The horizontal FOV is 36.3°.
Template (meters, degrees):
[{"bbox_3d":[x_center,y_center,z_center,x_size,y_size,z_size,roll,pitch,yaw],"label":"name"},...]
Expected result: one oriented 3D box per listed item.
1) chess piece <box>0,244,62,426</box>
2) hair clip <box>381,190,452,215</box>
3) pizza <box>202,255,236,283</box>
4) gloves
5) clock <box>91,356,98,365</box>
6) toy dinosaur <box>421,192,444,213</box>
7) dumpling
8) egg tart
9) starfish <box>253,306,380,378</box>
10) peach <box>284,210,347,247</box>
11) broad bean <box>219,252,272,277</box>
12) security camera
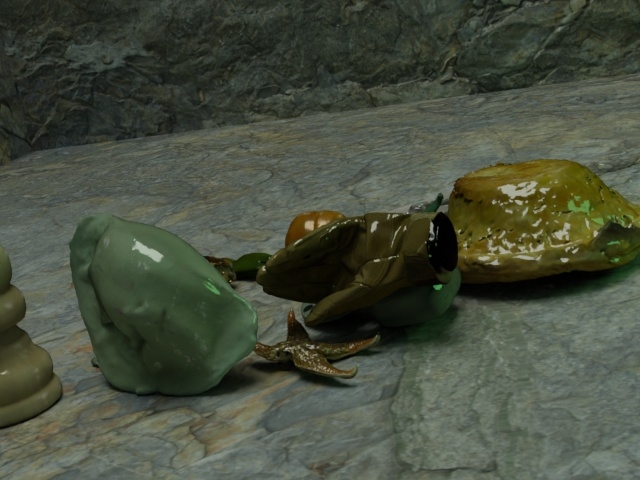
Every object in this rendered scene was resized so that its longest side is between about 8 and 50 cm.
[{"bbox_3d":[-0.533,0.137,1.573,0.167,0.299,0.167,-9,18,3],"label":"chess piece"},{"bbox_3d":[0.228,-0.044,2.043,0.331,0.085,0.101,-23,22,-38],"label":"hair clip"},{"bbox_3d":[-0.297,0.091,1.958,0.251,0.074,0.287,-10,18,5],"label":"pizza"},{"bbox_3d":[0.057,0.038,1.579,0.331,0.154,0.141,-12,19,23],"label":"gloves"},{"bbox_3d":[-0.369,0.204,1.744,0.074,0.010,0.083,-3,18,27],"label":"clock"},{"bbox_3d":[0.121,0.008,1.853,0.292,0.079,0.120,-38,13,8],"label":"toy dinosaur"},{"bbox_3d":[-0.252,0.099,1.584,0.212,0.270,0.321,-15,26,-28],"label":"dumpling"},{"bbox_3d":[0.386,-0.051,1.812,0.443,0.178,0.443,-10,15,3],"label":"egg tart"},{"bbox_3d":[-0.007,0.173,1.565,0.247,0.050,0.138,15,29,41],"label":"starfish"},{"bbox_3d":[0.000,0.000,1.975,0.138,0.138,0.138,-10,17,3],"label":"peach"},{"bbox_3d":[-0.157,0.053,2.037,0.214,0.048,0.070,0,20,40],"label":"broad bean"},{"bbox_3d":[0.101,0.097,1.694,0.302,0.080,0.157,-12,29,37],"label":"security camera"}]
